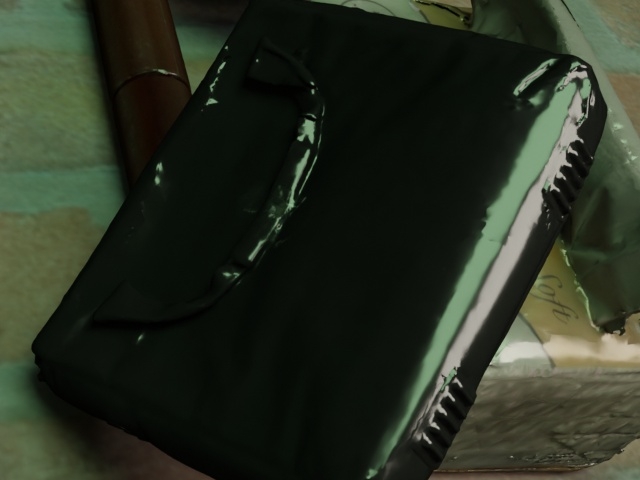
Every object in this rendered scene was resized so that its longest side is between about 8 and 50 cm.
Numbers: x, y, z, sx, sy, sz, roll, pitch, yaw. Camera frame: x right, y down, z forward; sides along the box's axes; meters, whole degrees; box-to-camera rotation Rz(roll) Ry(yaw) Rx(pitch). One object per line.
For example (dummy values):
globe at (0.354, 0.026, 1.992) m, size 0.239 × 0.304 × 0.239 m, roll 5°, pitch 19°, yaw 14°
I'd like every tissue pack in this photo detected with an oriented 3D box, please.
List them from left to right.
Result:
tissue pack at (0.108, -0.031, 0.775) m, size 0.239 × 0.238 × 0.305 m, roll 5°, pitch 50°, yaw -30°

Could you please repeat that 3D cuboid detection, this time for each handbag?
handbag at (0.000, 0.000, 0.646) m, size 0.244 × 0.088 × 0.275 m, roll 19°, pitch 72°, yaw 31°

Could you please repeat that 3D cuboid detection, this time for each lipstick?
lipstick at (-0.124, -0.132, 0.838) m, size 0.057 × 0.057 × 0.356 m, roll 5°, pitch 49°, yaw -30°
